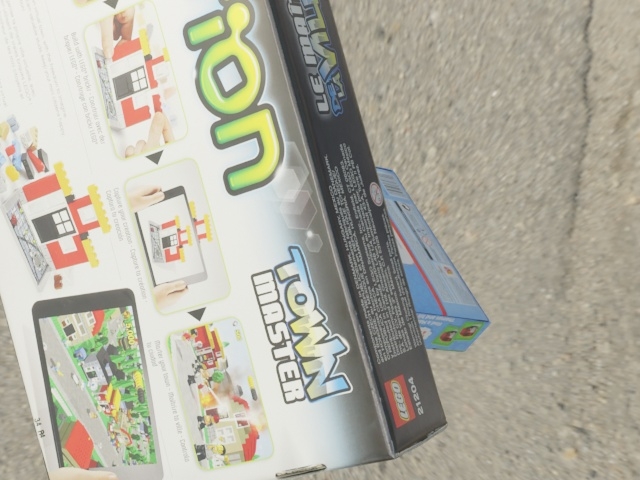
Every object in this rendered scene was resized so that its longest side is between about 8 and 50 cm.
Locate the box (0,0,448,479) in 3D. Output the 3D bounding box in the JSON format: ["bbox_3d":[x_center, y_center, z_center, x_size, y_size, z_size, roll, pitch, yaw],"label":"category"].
[{"bbox_3d":[-0.047,-0.033,0.344,0.114,0.036,0.207,-16,88,29],"label":"box"}]

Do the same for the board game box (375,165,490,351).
[{"bbox_3d":[0.000,0.000,0.845,0.039,0.211,0.160,-52,48,28],"label":"board game box"}]
